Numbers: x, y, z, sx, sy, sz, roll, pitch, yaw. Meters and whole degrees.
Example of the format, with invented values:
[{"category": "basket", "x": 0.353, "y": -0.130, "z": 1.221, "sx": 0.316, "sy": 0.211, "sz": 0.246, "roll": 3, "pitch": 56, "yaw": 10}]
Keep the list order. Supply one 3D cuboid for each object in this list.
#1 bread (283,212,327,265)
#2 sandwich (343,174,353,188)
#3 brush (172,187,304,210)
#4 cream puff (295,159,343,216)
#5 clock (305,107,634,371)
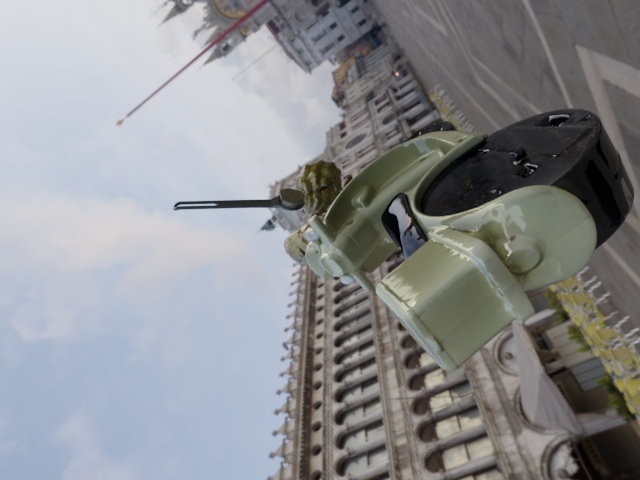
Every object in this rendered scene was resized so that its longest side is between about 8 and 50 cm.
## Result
[{"category": "bread", "x": 0.000, "y": 0.000, "z": 1.507, "sx": 0.134, "sy": 0.245, "sz": 0.244, "roll": 56, "pitch": -162, "yaw": 3}, {"category": "sandwich", "x": 0.100, "y": -0.173, "z": 1.571, "sx": 0.101, "sy": 0.026, "sz": 0.069, "roll": -66, "pitch": -33, "yaw": -49}, {"category": "brush", "x": -0.164, "y": -0.078, "z": 0.935, "sx": 0.062, "sy": 0.267, "sz": 0.027, "roll": -105, "pitch": 14, "yaw": -50}, {"category": "cream puff", "x": 0.004, "y": -0.136, "z": 1.232, "sx": 0.146, "sy": 0.146, "sz": 0.116, "roll": 36, "pitch": -163, "yaw": -50}, {"category": "clock", "x": 0.118, "y": -0.035, "z": 0.502, "sx": 0.120, "sy": 0.276, "sz": 0.379, "roll": 51, "pitch": 175, "yaw": -16}]
